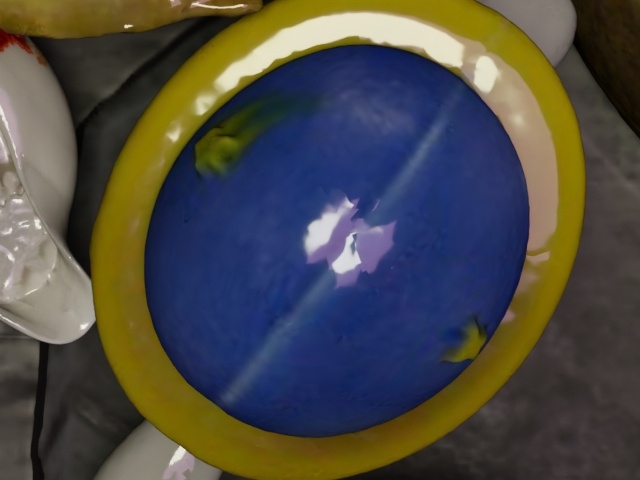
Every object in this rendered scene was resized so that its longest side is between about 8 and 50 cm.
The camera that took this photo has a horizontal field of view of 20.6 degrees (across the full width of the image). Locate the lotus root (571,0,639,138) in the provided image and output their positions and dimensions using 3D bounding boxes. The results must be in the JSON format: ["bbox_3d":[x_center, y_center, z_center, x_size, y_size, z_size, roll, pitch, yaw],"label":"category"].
[{"bbox_3d":[0.240,-0.113,0.767,0.267,0.149,0.260,-18,101,-3],"label":"lotus root"}]

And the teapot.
[{"bbox_3d":[-0.183,-0.043,0.733,0.226,0.092,0.145,38,89,-12],"label":"teapot"}]

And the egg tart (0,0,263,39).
[{"bbox_3d":[-0.071,-0.180,0.682,0.294,0.116,0.295,-3,57,5],"label":"egg tart"}]

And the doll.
[{"bbox_3d":[-0.026,0.015,0.688,0.159,0.242,0.311,33,104,-16],"label":"doll"}]
